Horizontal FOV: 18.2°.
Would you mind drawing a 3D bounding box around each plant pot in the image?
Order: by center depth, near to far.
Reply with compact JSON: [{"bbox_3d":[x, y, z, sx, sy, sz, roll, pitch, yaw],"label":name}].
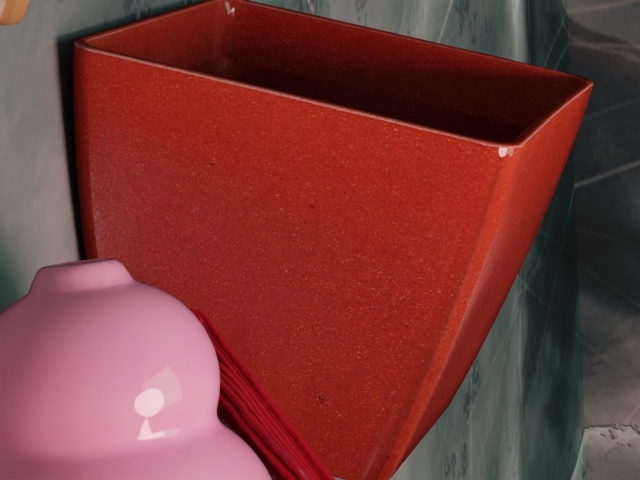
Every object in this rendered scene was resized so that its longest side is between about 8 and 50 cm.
[{"bbox_3d":[0.000,0.000,1.256,0.267,0.267,0.236,-37,138,-68],"label":"plant pot"}]

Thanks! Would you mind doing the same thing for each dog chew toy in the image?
[{"bbox_3d":[-0.105,0.176,1.028,0.206,0.206,0.332,-19,102,-72],"label":"dog chew toy"}]

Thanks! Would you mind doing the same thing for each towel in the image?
[{"bbox_3d":[-0.046,0.195,1.165,0.031,0.199,0.275,-18,138,-28],"label":"towel"}]

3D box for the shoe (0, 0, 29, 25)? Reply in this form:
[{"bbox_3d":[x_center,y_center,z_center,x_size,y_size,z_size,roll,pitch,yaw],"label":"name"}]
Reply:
[{"bbox_3d":[-0.173,-0.214,0.986,0.076,0.058,0.219,-127,-145,-66],"label":"shoe"}]
